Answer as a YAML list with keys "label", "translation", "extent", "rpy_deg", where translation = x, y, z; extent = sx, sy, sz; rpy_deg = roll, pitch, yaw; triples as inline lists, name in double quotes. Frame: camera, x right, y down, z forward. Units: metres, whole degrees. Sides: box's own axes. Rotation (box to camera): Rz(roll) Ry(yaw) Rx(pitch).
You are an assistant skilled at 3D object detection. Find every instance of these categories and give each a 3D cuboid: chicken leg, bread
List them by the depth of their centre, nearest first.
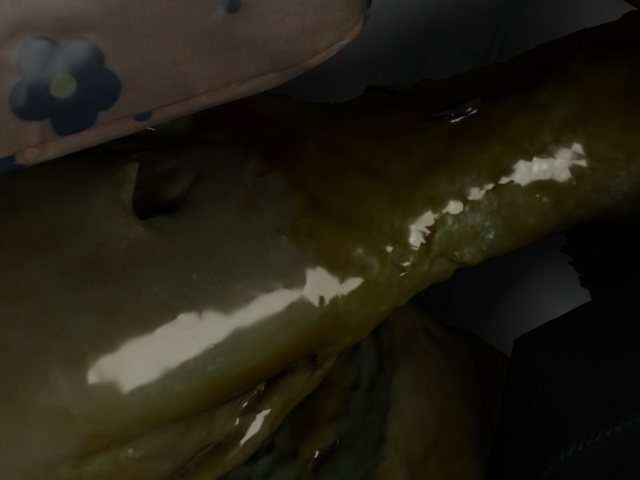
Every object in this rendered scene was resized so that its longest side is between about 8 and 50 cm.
- label: "chicken leg"
  translation: [0.000, 0.000, 0.494]
  extent: [0.429, 0.201, 0.153]
  rpy_deg: [-18, 160, 6]
- label: "bread"
  translation: [0.032, 0.155, 0.617]
  extent: [0.196, 0.239, 0.252]
  rpy_deg: [-19, 129, 36]

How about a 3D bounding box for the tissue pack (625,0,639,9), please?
- label: "tissue pack"
  translation: [0.244, -0.141, 0.512]
  extent: [0.145, 0.229, 0.159]
  rpy_deg: [-11, 120, -17]

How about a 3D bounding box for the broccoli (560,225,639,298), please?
- label: "broccoli"
  translation: [0.223, -0.022, 0.641]
  extent: [0.219, 0.194, 0.194]
  rpy_deg: [35, 101, -9]

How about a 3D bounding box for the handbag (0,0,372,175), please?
- label: "handbag"
  translation: [-0.131, -0.125, 0.393]
  extent: [0.251, 0.193, 0.190]
  rpy_deg: [-19, 117, -9]

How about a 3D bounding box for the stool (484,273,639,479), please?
- label: "stool"
  translation: [0.175, 0.092, 0.466]
  extent: [0.232, 0.141, 0.232]
  rpy_deg: [-12, 147, -8]
